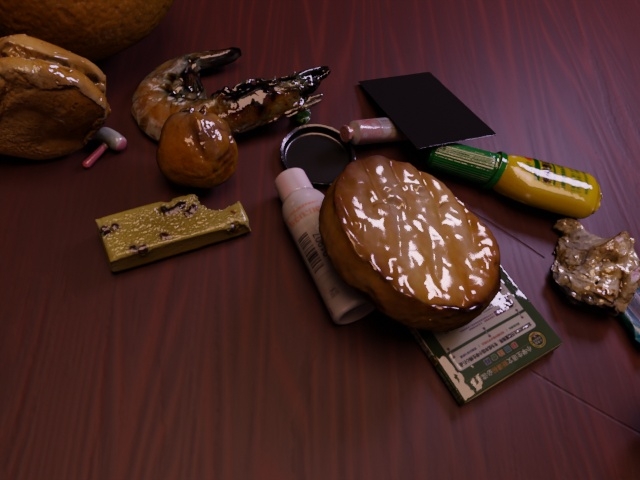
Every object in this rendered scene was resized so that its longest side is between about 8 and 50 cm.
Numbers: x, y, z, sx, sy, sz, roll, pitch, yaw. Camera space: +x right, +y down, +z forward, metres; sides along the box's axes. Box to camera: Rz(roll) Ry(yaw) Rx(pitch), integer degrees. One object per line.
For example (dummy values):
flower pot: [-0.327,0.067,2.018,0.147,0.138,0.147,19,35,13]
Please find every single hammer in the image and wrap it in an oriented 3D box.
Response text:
hammer: [-0.370,-0.153,0.996,0.052,0.031,0.083,29,65,13]

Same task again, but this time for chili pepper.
chili pepper: [-0.039,-0.251,1.113,0.030,0.034,0.091,-21,61,17]

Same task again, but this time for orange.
orange: [-0.425,-0.469,1.004,0.357,0.322,0.322,-16,63,-8]

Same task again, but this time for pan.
pan: [0.012,-0.111,1.033,0.136,0.028,0.235,-13,59,-16]

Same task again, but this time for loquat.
loquat: [-0.201,-0.149,0.960,0.137,0.137,0.113,27,30,7]

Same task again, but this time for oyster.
oyster: [0.453,0.029,0.991,0.163,0.081,0.191,-25,46,-16]

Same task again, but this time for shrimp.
shrimp: [-0.167,-0.287,1.083,0.365,0.071,0.233,-23,62,-12]

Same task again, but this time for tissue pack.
tissue pack: [0.523,0.118,0.982,0.085,0.028,0.138,-12,57,-20]

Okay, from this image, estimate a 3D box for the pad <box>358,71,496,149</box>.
pad: [0.195,-0.253,1.121,0.170,0.006,0.245,-13,47,-20]

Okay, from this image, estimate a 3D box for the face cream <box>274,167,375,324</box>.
face cream: [0.000,0.000,0.934,0.082,0.082,0.269,-19,64,-19]

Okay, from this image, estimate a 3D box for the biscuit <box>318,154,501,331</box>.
biscuit: [0.132,0.005,0.886,0.296,0.102,0.296,18,45,-19]

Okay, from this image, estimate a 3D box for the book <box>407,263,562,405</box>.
book: [0.226,0.100,0.942,0.202,0.027,0.264,-23,65,-22]

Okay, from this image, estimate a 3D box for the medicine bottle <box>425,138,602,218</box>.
medicine bottle: [0.342,-0.116,1.064,0.309,0.076,0.111,15,37,2]

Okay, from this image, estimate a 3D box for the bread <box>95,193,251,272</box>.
bread: [-0.228,-0.022,0.928,0.226,0.049,0.088,-19,64,-20]

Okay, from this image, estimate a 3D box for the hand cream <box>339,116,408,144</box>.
hand cream: [0.130,-0.205,1.096,0.209,0.043,0.067,-13,60,-31]

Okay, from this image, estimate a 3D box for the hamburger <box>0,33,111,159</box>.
hamburger: [-0.443,-0.214,0.918,0.213,0.214,0.108,-5,64,-12]
